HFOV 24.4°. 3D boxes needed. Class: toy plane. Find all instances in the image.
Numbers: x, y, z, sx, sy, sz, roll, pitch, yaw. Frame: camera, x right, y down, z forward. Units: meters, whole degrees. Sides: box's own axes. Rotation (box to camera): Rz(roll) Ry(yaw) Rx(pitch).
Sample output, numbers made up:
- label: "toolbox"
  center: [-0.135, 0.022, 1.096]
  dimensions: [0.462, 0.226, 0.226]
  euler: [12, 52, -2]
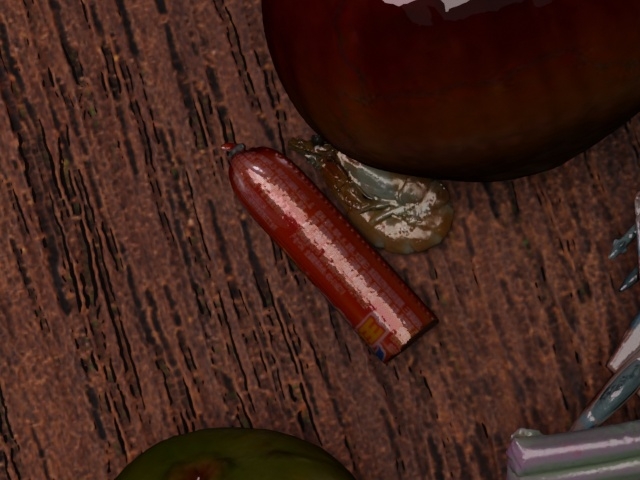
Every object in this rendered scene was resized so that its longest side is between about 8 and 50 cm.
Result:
- label: "toy plane"
  center: [0.334, 0.083, 1.402]
  dimensions: [0.223, 0.104, 0.326]
  euler: [43, 96, 7]

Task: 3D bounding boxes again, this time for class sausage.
- label: "sausage"
  center: [0.000, 0.000, 1.452]
  dimensions: [0.074, 0.074, 0.274]
  euler: [-42, 84, 2]

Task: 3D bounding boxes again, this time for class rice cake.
- label: "rice cake"
  center: [0.272, 0.237, 1.388]
  dimensions: [0.198, 0.037, 0.189]
  euler: [-5, 124, 1]

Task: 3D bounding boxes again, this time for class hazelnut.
- label: "hazelnut"
  center: [0.151, -0.226, 1.332]
  dimensions: [0.409, 0.359, 0.359]
  euler: [-12, 86, 1]

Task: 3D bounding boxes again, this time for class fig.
- label: "fig"
  center: [-0.074, 0.340, 1.352]
  dimensions: [0.316, 0.316, 0.316]
  euler: [0, 87, 6]

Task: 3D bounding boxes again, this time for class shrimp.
- label: "shrimp"
  center: [0.048, -0.054, 1.466]
  dimensions: [0.184, 0.043, 0.091]
  euler: [36, 95, 5]
